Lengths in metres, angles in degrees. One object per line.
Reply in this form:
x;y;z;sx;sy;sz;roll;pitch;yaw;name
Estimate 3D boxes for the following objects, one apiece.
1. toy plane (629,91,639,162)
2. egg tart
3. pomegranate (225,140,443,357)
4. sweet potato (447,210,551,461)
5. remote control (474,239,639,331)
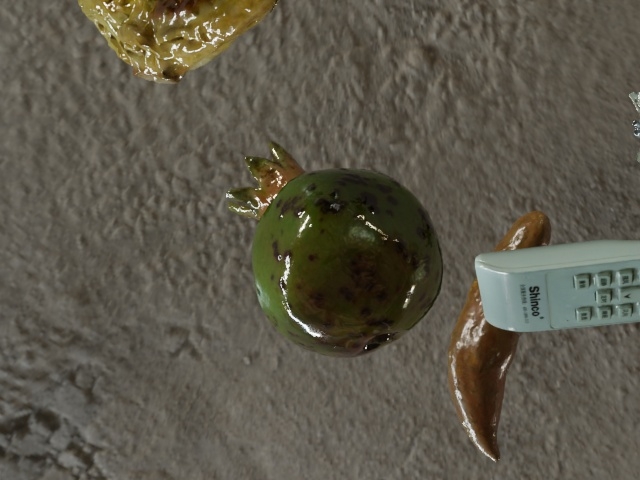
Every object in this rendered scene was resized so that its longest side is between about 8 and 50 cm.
0.510;-0.137;1.168;0.088;0.262;0.192;-29;115;-29;toy plane
-0.113;-0.320;0.877;0.341;0.129;0.341;2;94;35;egg tart
0.000;0.000;1.047;0.286;0.231;0.231;42;111;11;pomegranate
0.237;0.120;1.294;0.106;0.095;0.354;15;82;-3;sweet potato
0.170;0.020;0.520;0.162;0.029;0.061;-6;141;12;remote control
